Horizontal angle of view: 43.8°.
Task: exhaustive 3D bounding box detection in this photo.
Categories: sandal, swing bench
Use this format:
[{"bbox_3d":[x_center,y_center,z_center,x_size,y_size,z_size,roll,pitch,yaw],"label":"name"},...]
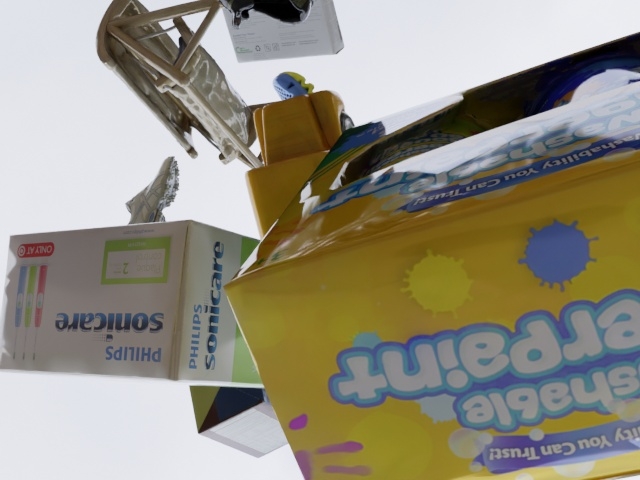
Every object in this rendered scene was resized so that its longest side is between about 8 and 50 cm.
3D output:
[{"bbox_3d":[-0.018,-0.183,1.565,0.138,0.126,0.317,-28,-91,-2],"label":"sandal"},{"bbox_3d":[-0.198,-0.249,1.257,0.255,0.253,0.165,15,-111,35],"label":"swing bench"}]

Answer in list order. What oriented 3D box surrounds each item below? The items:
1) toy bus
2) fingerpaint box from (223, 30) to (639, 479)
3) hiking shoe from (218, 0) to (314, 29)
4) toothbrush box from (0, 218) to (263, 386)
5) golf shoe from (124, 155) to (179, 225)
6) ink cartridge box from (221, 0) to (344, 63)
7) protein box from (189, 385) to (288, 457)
[{"bbox_3d":[0.000,0.000,0.917,0.108,0.130,0.332,-12,-84,23],"label":"toy bus"},{"bbox_3d":[0.211,-0.033,0.502,0.445,0.163,0.371,-16,-164,17],"label":"fingerpaint box"},{"bbox_3d":[-0.031,-0.324,1.004,0.227,0.086,0.114,-22,-99,-22],"label":"hiking shoe"},{"bbox_3d":[-0.103,0.070,0.713,0.206,0.283,0.122,-3,-101,33],"label":"toothbrush box"},{"bbox_3d":[-0.302,-0.075,1.402,0.086,0.069,0.176,8,-116,10],"label":"golf shoe"},{"bbox_3d":[-0.084,-0.435,1.422,0.223,0.224,0.045,4,-145,31],"label":"ink cartridge box"},{"bbox_3d":[-0.127,0.255,1.430,0.136,0.201,0.200,-28,-126,14],"label":"protein box"}]
